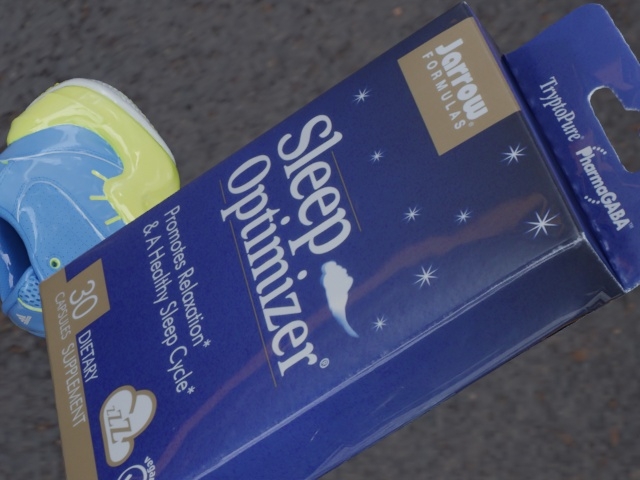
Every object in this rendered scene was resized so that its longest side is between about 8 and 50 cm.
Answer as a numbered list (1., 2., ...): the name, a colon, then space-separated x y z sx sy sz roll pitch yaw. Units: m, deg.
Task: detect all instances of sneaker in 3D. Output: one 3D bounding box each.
1. sneaker: -0.095 0.035 0.979 0.240 0.091 0.126 48 61 2

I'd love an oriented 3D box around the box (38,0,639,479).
1. box: 0.010 0.006 0.610 0.225 0.136 0.036 -32 129 11
